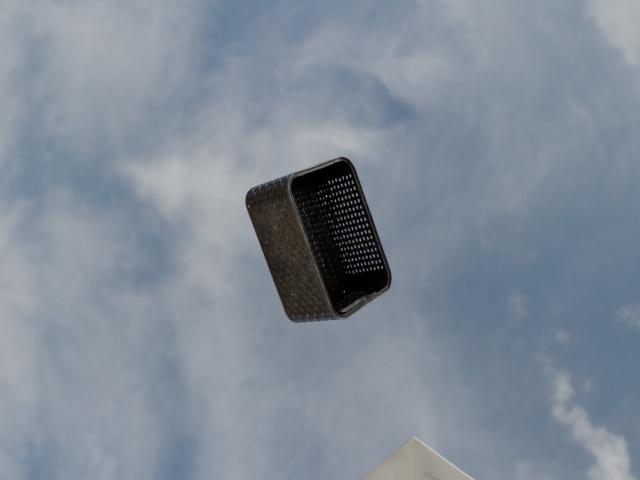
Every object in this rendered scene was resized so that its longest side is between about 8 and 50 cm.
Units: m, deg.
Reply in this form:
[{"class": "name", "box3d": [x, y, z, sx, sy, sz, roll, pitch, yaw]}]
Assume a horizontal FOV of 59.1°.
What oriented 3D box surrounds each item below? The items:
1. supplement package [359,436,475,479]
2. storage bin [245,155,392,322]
[{"class": "supplement package", "box3d": [0.108, 0.324, 0.480, 0.139, 0.134, 0.244, 17, -46, 59]}, {"class": "storage bin", "box3d": [0.000, 0.000, 0.698, 0.084, 0.122, 0.180, -11, -79, 45]}]
